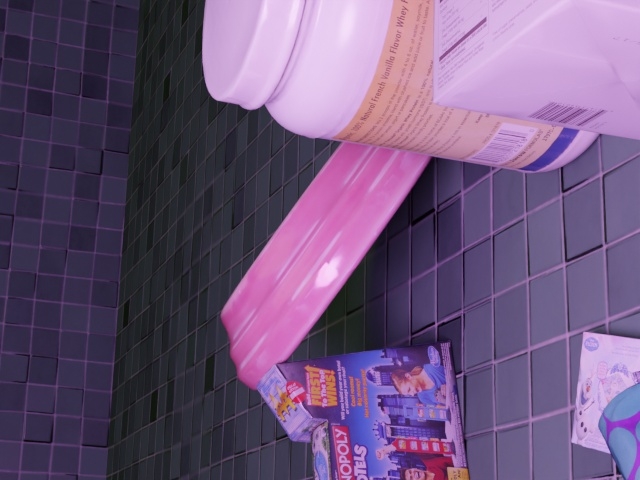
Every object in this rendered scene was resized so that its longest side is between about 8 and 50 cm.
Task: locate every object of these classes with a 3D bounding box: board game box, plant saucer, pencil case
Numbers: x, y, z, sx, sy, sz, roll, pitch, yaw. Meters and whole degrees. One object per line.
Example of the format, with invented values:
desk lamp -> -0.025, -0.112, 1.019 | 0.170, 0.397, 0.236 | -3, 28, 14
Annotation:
board game box -> 0.228, 0.118, 0.974 | 0.090, 0.020, 0.090 | -178, 95, -70
plant saucer -> 0.000, 0.000, 1.315 | 0.332, 0.084, 0.332 | -55, 1, 1
board game box -> 0.039, 0.184, 1.214 | 0.060, 0.194, 0.194 | 126, 146, -52
pencil case -> 0.243, 0.162, 0.852 | 0.152, 0.070, 0.064 | -107, -7, -47

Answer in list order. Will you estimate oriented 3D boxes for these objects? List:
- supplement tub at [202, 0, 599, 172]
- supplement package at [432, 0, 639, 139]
supplement tub -> 0.077, -0.187, 1.066 | 0.228, 0.316, 0.228 | -172, 90, -70
supplement package -> 0.209, -0.234, 0.894 | 0.198, 0.199, 0.263 | 146, 129, -65
